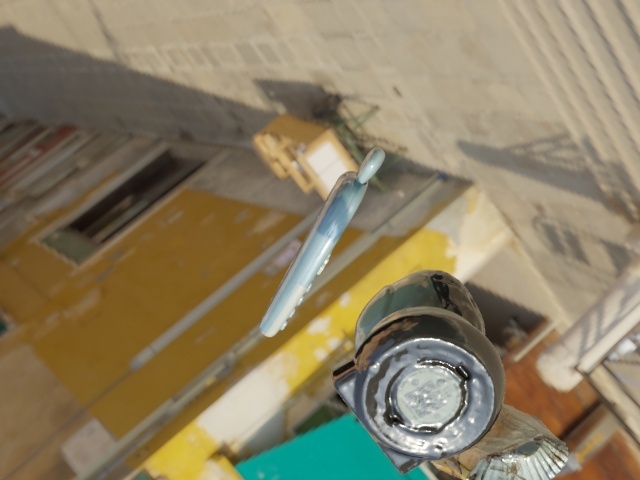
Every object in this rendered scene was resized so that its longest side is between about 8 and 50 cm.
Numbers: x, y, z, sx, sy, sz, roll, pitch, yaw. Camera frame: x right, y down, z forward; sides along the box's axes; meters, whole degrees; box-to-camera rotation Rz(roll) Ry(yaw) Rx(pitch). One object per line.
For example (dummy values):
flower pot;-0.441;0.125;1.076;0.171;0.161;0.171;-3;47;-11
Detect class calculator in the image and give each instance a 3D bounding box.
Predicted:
calculator;0.000;0.000;1.571;0.042;0.303;0.188;29;-165;-1

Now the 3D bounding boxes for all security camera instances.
security camera;0.135;0.147;1.541;0.197;0.191;0.277;53;-168;-15

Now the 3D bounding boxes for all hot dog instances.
hot dog;0.248;0.299;1.676;0.270;0.162;0.082;-156;47;-72
